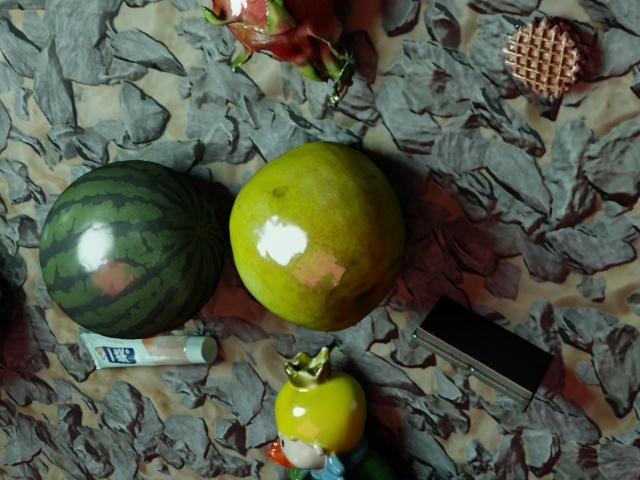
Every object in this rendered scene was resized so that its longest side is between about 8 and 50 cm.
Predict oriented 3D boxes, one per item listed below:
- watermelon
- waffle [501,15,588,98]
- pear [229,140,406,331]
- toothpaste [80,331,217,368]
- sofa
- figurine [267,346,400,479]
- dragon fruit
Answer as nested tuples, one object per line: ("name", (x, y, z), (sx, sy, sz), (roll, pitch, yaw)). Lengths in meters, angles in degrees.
("watermelon", (-0.217, 0.013, 1.580), (0.212, 0.212, 0.212), (13, 123, 21))
("waffle", (0.218, -0.179, 1.345), (0.083, 0.029, 0.075), (47, 128, -1))
("pear", (0.000, 0.000, 1.469), (0.200, 0.200, 0.200), (13, 123, 21))
("toothpaste", (-0.222, 0.141, 1.770), (0.205, 0.036, 0.056), (-3, 115, 34))
("sofa", (0.171, 0.132, 1.520), (0.147, 0.085, 0.060), (29, 125, 9))
("figurine", (-0.011, 0.245, 1.671), (0.185, 0.127, 0.234), (-12, 123, 37))
("dragon fruit", (-0.039, -0.230, 1.395), (0.137, 0.135, 0.236), (-2, 134, 23))
